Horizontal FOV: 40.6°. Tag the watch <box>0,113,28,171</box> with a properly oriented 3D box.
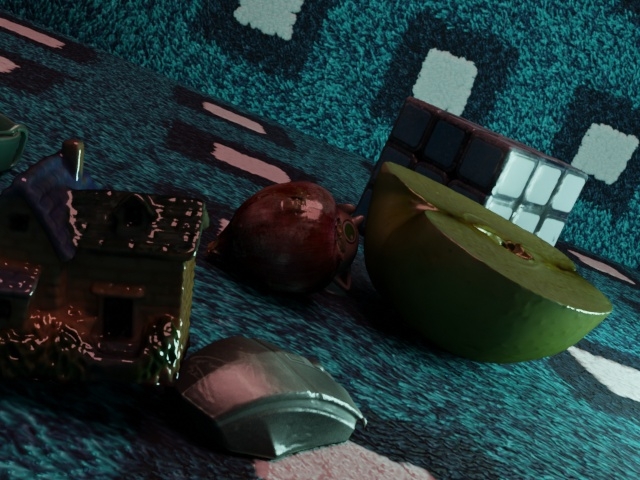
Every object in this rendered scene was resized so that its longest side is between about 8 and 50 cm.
[{"bbox_3d":[-0.500,-0.150,1.112,0.195,0.068,0.237,35,18,37],"label":"watch"}]

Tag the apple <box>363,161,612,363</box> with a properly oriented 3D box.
[{"bbox_3d":[0.249,0.029,1.282,0.360,0.320,0.312,25,-27,-25],"label":"apple"}]

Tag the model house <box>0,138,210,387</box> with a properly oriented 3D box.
[{"bbox_3d":[-0.189,0.011,0.703,0.183,0.172,0.166,9,12,-4],"label":"model house"}]

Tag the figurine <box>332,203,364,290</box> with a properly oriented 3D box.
[{"bbox_3d":[0.000,0.000,1.296,0.125,0.138,0.125,7,-25,3],"label":"figurine"}]

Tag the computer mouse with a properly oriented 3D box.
[{"bbox_3d":[-0.042,0.132,0.791,0.126,0.071,0.231,34,15,36],"label":"computer mouse"}]

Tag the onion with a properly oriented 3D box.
[{"bbox_3d":[-0.063,0.000,1.167,0.195,0.159,0.159,-4,11,5],"label":"onion"}]

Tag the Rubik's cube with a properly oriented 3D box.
[{"bbox_3d":[0.300,-0.083,1.770,0.304,0.301,0.305,10,18,-46],"label":"Rubik's cube"}]
